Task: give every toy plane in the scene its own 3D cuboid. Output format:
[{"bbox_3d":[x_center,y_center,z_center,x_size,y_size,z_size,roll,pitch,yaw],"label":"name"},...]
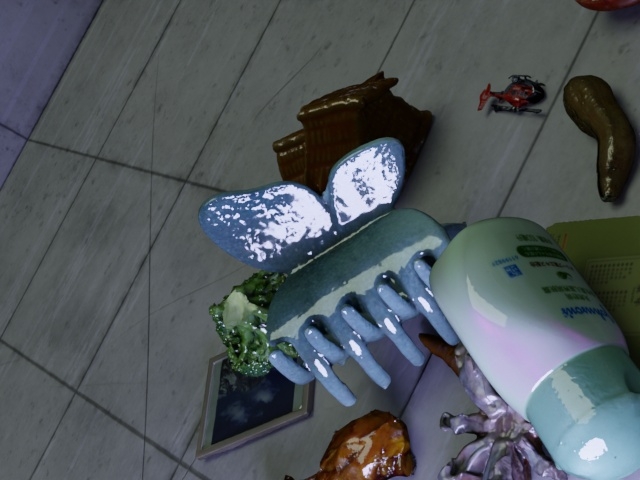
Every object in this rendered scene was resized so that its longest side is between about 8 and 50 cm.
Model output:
[{"bbox_3d":[0.302,-0.227,2.065,0.145,0.037,0.060,10,82,52],"label":"toy plane"}]

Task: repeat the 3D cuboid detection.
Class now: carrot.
[{"bbox_3d":[0.193,0.167,1.889,0.048,0.048,0.216,-58,28,1],"label":"carrot"}]

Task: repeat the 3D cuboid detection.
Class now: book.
[{"bbox_3d":[0.400,0.081,1.681,0.352,0.035,0.239,-5,63,51],"label":"book"}]

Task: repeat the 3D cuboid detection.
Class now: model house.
[{"bbox_3d":[0.039,-0.170,2.185,0.199,0.229,0.220,3,66,36],"label":"model house"}]

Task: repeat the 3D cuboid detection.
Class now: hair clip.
[{"bbox_3d":[0.063,0.063,1.899,0.318,0.392,0.238,-31,42,11],"label":"hair clip"}]

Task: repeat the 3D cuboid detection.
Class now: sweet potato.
[{"bbox_3d":[0.400,-0.155,1.854,0.081,0.062,0.233,-53,33,38],"label":"sweet potato"}]

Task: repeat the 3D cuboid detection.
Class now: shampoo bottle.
[{"bbox_3d":[0.283,0.136,1.598,0.151,0.221,0.350,-53,48,29],"label":"shampoo bottle"}]

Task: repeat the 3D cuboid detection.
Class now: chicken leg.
[{"bbox_3d":[0.017,0.349,1.941,0.304,0.093,0.113,-39,48,35],"label":"chicken leg"}]

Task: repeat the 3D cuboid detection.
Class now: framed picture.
[{"bbox_3d":[-0.107,0.248,2.243,0.281,0.019,0.209,-29,42,36],"label":"framed picture"}]

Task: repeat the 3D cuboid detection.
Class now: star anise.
[{"bbox_3d":[0.227,0.260,1.698,0.198,0.110,0.258,7,76,43],"label":"star anise"}]

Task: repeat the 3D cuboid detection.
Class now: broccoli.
[{"bbox_3d":[-0.096,0.135,2.176,0.195,0.156,0.195,-4,79,22],"label":"broccoli"}]

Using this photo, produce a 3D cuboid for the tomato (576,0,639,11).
[{"bbox_3d":[0.462,-0.408,1.953,0.174,0.082,0.166,-24,50,36],"label":"tomato"}]
